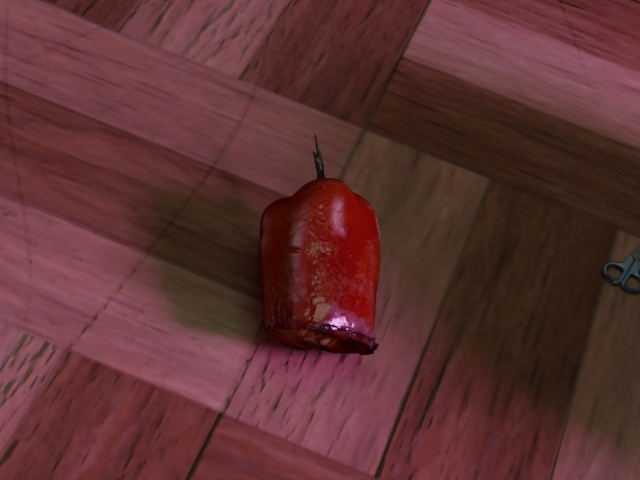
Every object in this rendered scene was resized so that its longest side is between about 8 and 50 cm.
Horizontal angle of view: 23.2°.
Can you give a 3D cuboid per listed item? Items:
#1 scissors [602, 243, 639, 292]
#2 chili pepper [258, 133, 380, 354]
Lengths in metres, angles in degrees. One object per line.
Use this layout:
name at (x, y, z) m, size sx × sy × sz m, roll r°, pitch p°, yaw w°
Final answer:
scissors at (0.251, 0.013, 1.241) m, size 0.036 × 0.006 × 0.083 m, roll 28°, pitch 44°, yaw 13°
chili pepper at (0.000, 0.000, 1.115) m, size 0.084 × 0.086 × 0.192 m, roll -10°, pitch 54°, yaw 12°
